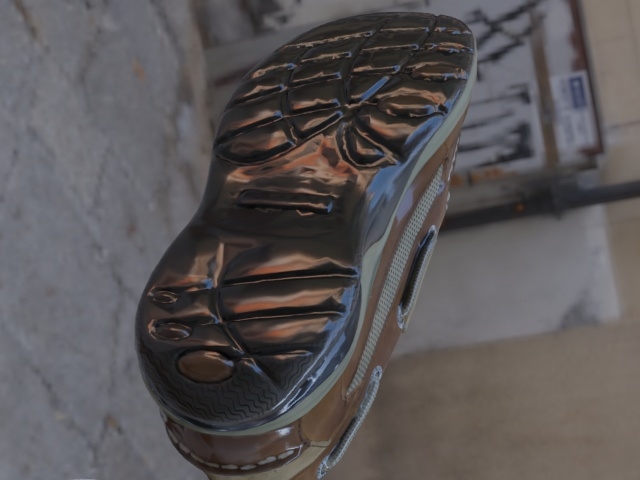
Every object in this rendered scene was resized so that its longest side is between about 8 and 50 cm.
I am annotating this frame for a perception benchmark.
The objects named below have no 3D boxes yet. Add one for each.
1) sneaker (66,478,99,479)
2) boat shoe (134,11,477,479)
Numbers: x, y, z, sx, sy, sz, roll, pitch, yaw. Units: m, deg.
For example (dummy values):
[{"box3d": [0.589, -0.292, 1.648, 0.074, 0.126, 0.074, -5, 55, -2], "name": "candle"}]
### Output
[{"box3d": [-0.232, 0.299, 0.958, 0.108, 0.292, 0.169, 29, 34, -36], "name": "sneaker"}, {"box3d": [0.000, 0.000, 0.734, 0.324, 0.122, 0.120, -60, 151, -44], "name": "boat shoe"}]
